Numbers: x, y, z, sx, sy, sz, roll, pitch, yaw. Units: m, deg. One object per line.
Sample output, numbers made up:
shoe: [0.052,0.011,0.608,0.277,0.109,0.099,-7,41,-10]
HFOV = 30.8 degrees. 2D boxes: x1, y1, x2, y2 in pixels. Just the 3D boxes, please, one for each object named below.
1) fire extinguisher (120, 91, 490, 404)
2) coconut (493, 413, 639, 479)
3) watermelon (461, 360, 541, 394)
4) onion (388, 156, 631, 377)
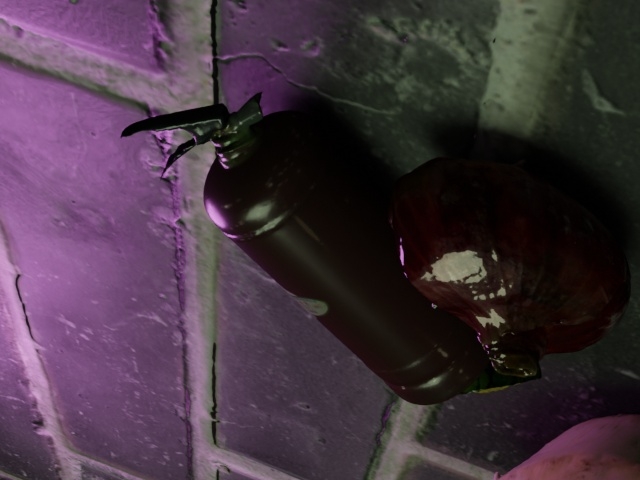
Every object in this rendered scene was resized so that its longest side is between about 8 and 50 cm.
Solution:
fire extinguisher: [0.000,0.000,0.932,0.135,0.114,0.337,-27,125,27]
coconut: [0.291,0.349,1.059,0.353,0.352,0.352,17,148,11]
watermelon: [0.143,0.107,1.042,0.106,0.062,0.105,-7,176,0]
onion: [0.153,0.014,0.839,0.206,0.151,0.098,23,138,-30]
